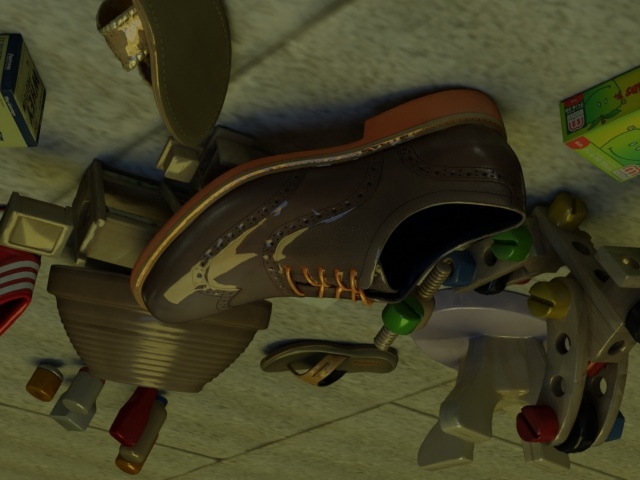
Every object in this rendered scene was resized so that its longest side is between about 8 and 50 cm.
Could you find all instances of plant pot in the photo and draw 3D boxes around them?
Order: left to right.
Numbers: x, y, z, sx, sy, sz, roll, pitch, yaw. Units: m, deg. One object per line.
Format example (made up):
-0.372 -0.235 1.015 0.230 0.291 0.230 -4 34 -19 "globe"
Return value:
-0.174 0.098 1.192 0.237 0.109 0.237 9 176 1 "plant pot"

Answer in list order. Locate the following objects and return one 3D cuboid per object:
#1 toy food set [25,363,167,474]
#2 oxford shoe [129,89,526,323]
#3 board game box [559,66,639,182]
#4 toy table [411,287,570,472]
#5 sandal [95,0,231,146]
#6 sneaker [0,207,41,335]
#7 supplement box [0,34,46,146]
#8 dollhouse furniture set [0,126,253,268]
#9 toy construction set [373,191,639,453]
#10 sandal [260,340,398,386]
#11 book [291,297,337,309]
-0.290 0.224 1.572 0.111 0.104 0.232 -7 136 42 "toy food set"
0.000 0.000 0.972 0.364 0.132 0.130 -26 144 13 "oxford shoe"
0.301 -0.113 0.938 0.181 0.043 0.092 -24 143 38 "board game box"
0.219 0.180 1.374 0.274 0.160 0.252 19 147 -33 "toy table"
-0.129 -0.173 0.829 0.079 0.088 0.240 26 152 22 "sandal"
-0.391 0.041 1.155 0.221 0.128 0.087 -9 151 17 "sneaker"
-0.277 -0.120 0.923 0.083 0.056 0.083 -1 152 2 "supplement box"
-0.178 -0.063 1.032 0.182 0.101 0.161 17 124 -27 "dollhouse furniture set"
0.212 0.028 1.075 0.309 0.257 0.237 20 131 -13 "toy construction set"
0.012 0.165 1.467 0.180 0.049 0.072 2 152 -4 "sandal"
-0.026 0.022 1.222 0.144 0.035 0.096 21 142 -31 "book"
